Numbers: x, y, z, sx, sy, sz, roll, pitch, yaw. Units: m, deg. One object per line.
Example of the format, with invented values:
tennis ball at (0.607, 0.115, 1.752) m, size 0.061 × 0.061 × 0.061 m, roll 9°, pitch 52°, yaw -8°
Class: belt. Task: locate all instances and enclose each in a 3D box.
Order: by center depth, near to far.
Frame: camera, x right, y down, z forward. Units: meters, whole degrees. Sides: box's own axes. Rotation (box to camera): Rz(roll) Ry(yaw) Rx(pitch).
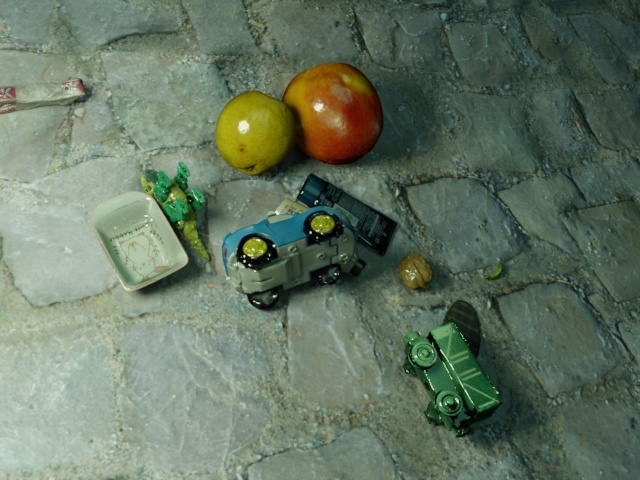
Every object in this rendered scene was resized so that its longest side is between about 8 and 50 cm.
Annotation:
belt at (-0.681, -0.343, 1.774) m, size 0.232 × 0.071 × 0.053 m, roll -14°, pitch 72°, yaw -26°

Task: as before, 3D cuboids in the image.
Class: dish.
dish at (-0.407, 0.000, 1.650) m, size 0.154 × 0.064 × 0.234 m, roll -26°, pitch 72°, yaw -18°

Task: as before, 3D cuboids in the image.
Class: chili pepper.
chili pepper at (0.470, 0.085, 2.004) m, size 0.083 × 0.017 × 0.030 m, roll -29°, pitch 72°, yaw -34°

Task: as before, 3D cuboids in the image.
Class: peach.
peach at (0.029, -0.329, 1.959) m, size 0.281 × 0.281 × 0.238 m, roll 30°, pitch 9°, yaw -2°

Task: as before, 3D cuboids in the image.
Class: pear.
pear at (-0.166, -0.264, 1.852) m, size 0.209 × 0.209 × 0.208 m, roll 11°, pitch 55°, yaw -16°

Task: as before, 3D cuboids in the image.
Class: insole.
insole at (0.338, 0.278, 1.826) m, size 0.110 × 0.012 × 0.309 m, roll 25°, pitch 52°, yaw -7°

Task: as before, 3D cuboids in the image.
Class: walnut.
walnut at (0.241, 0.080, 1.875) m, size 0.079 × 0.082 × 0.096 m, roll -27°, pitch 62°, yaw -1°

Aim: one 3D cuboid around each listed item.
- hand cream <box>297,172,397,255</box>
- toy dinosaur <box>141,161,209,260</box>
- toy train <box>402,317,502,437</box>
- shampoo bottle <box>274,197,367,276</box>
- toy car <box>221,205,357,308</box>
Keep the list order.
hand cream at (0.071, -0.072, 1.920) m, size 0.271 × 0.061 × 0.120 m, roll 30°, pitch 53°, yaw -8°
toy dinosaur at (-0.320, -0.070, 1.706) m, size 0.094 × 0.153 × 0.259 m, roll -35°, pitch 85°, yaw -34°
toy train at (0.293, 0.314, 1.707) m, size 0.154 × 0.115 × 0.269 m, roll -18°, pitch 59°, yaw -16°
shampoo bottle at (0.000, 0.000, 1.822) m, size 0.257 × 0.078 × 0.127 m, roll 36°, pitch 62°, yaw 4°
toy car at (-0.072, 0.015, 1.691) m, size 0.314 × 0.198 × 0.166 m, roll -20°, pitch 54°, yaw -11°
